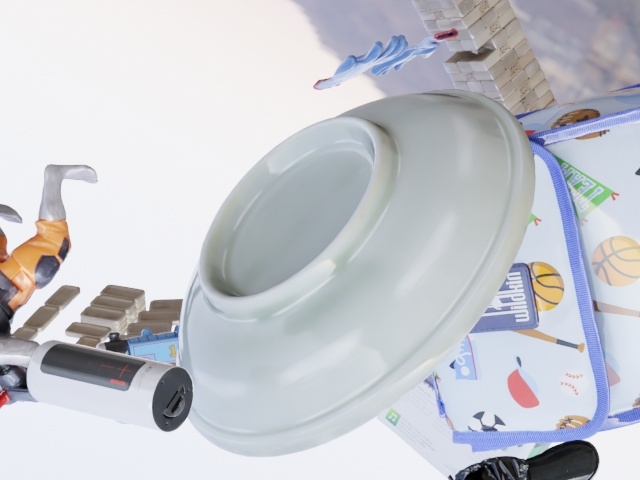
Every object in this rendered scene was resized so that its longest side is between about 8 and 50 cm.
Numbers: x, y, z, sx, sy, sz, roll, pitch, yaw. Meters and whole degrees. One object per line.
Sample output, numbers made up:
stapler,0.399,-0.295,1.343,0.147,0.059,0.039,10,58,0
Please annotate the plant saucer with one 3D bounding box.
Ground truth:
plant saucer,0.000,0.000,1.495,0.100,0.400,0.400,43,-178,-30

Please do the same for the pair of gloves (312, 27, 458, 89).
pair of gloves,0.091,-0.248,2.261,0.198,0.159,0.023,-19,-93,-38

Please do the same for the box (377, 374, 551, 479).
box,0.238,0.188,2.321,0.232,0.322,0.058,40,-152,26

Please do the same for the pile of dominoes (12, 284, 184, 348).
pile of dominoes,-0.293,0.136,2.159,0.196,0.040,0.251,8,-150,19

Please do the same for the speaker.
speaker,-0.170,0.117,1.360,0.136,0.055,0.055,9,175,33

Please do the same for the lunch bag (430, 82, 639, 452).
lunch bag,0.281,0.020,1.728,0.385,0.328,0.239,-13,-172,1

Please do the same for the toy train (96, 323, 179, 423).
toy train,-0.180,0.151,1.956,0.184,0.105,0.080,-7,168,-12

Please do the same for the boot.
boot,0.168,0.194,1.389,0.045,0.121,0.099,70,-169,22

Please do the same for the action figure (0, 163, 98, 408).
action figure,-0.412,0.076,1.914,0.341,0.330,0.178,-9,141,38

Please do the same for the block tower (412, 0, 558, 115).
block tower,0.219,-0.288,2.358,0.097,0.091,0.335,7,131,55
